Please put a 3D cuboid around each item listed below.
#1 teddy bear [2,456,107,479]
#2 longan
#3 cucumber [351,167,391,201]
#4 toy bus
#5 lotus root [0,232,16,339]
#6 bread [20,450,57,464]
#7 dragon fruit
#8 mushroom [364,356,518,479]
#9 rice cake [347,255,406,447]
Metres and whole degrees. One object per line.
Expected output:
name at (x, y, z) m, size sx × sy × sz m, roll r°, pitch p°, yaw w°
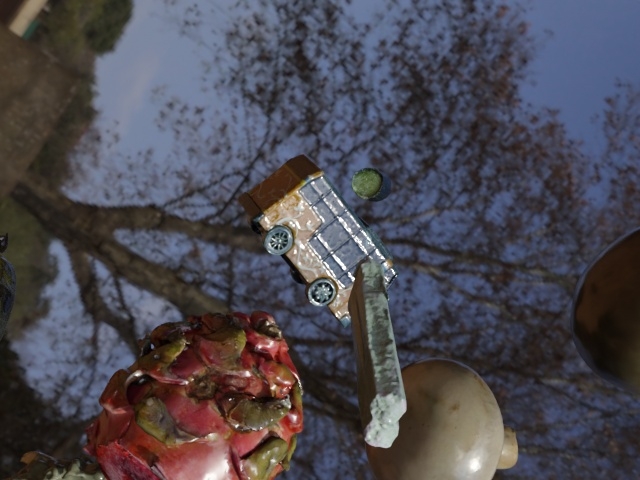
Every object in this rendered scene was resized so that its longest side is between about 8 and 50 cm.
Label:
teddy bear at (-0.330, 0.465, 1.573) m, size 0.224 × 0.367 × 0.357 m, roll -94°, pitch -176°, yaw -46°
longan at (0.433, 0.082, 1.275) m, size 0.246 × 0.215 × 0.246 m, roll -53°, pitch -162°, yaw 25°
cucumber at (0.079, -0.081, 1.489) m, size 0.048 × 0.048 × 0.105 m, roll -50°, pitch 167°, yaw 9°
toy bus at (0.000, 0.000, 2.053) m, size 0.194 × 0.323 × 0.162 m, roll -40°, pitch -154°, yaw -2°
lotus root at (-0.522, 0.068, 1.463) m, size 0.154 × 0.154 × 0.278 m, roll -41°, pitch -147°, yaw 29°
bread at (-0.456, 0.380, 1.687) m, size 0.070 × 0.083 × 0.035 m, roll -7°, pitch -126°, yaw 55°
dragon fruit at (-0.144, 0.224, 1.309) m, size 0.291 × 0.250 × 0.269 m, roll -50°, pitch 174°, yaw -38°
mushroom at (0.175, 0.266, 1.356) m, size 0.207 × 0.215 × 0.207 m, roll -28°, pitch -125°, yaw 48°
rice cake at (0.063, 0.126, 1.173) m, size 0.226 × 0.040 × 0.085 m, roll -96°, pitch -166°, yaw -46°
